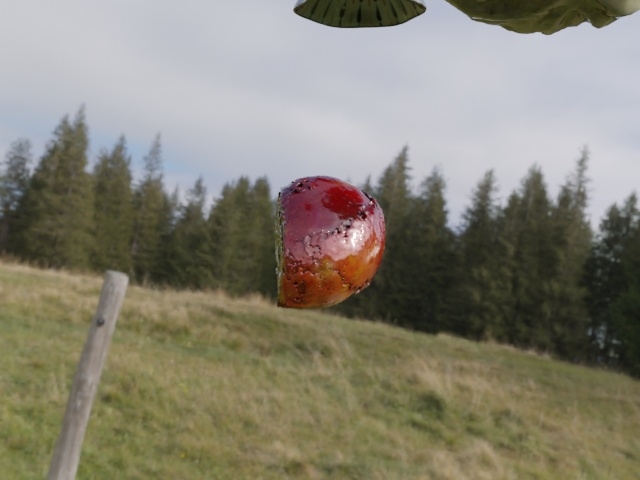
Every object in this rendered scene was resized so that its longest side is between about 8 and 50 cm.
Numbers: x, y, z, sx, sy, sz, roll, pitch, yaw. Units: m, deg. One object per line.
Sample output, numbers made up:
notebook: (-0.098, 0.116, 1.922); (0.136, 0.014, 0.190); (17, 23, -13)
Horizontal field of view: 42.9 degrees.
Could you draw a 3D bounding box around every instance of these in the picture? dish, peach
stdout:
dish: (0.056, -0.356, 1.157); (0.190, 0.066, 0.191); (1, 0, 0)
peach: (0.000, -0.006, 0.813); (0.127, 0.093, 0.172); (22, 28, 12)

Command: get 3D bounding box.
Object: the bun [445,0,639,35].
bun: (0.250, -0.378, 0.951); (0.359, 0.211, 0.360); (9, -27, 5)
